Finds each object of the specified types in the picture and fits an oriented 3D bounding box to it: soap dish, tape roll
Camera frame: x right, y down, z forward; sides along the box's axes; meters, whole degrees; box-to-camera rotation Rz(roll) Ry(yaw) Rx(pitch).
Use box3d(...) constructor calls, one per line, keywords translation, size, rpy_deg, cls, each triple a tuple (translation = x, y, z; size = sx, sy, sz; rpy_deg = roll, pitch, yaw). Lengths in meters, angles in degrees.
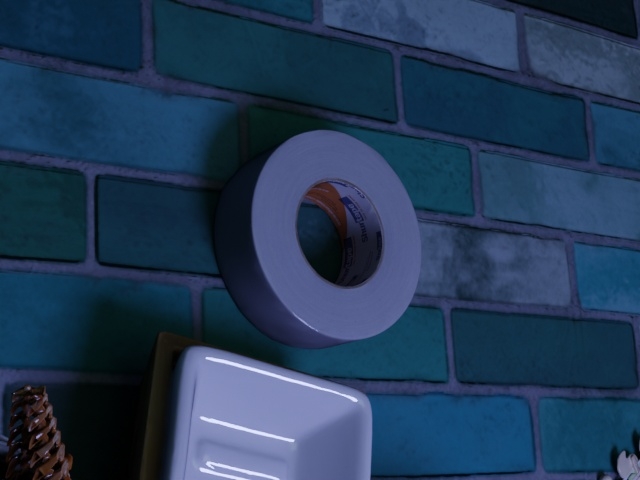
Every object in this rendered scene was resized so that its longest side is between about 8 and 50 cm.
box3d(translation=(-0.071, 0.250, 1.105), size=(0.229, 0.118, 0.290), rpy_deg=(19, 60, -28), cls="soap dish")
box3d(translation=(0.000, 0.000, 1.283), size=(0.219, 0.072, 0.219), rpy_deg=(12, 70, -36), cls="tape roll")

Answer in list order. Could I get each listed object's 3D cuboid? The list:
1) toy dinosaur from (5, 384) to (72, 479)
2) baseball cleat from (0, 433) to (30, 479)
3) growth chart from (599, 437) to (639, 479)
box3d(translation=(-0.251, 0.247, 0.907), size=(0.218, 0.164, 0.321), rpy_deg=(-15, 109, -51), cls="toy dinosaur")
box3d(translation=(-0.235, 0.229, 1.011), size=(0.206, 0.109, 0.072), rpy_deg=(41, 49, -24), cls="baseball cleat")
box3d(translation=(0.448, 0.316, 1.577), size=(0.237, 0.021, 0.172), rpy_deg=(-23, 91, -40), cls="growth chart")
